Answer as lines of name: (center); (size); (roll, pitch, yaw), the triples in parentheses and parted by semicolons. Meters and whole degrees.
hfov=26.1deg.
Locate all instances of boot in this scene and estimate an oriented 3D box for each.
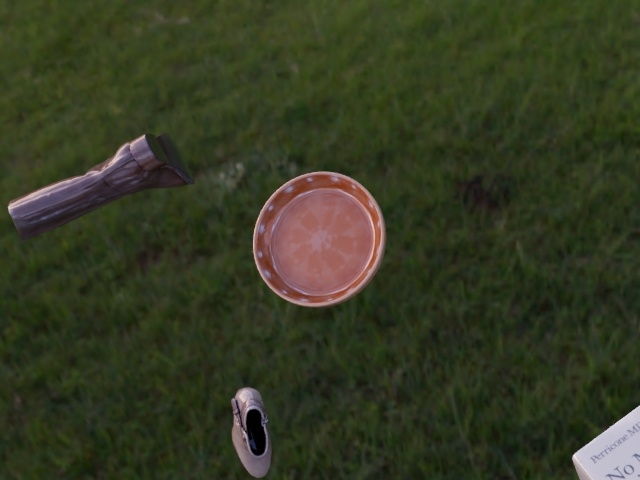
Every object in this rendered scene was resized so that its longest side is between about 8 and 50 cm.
boot: (-0.150, -0.033, 0.945); (0.114, 0.106, 0.037); (-29, 76, 9)
boot: (-0.071, 0.212, 1.471); (0.042, 0.118, 0.087); (-16, 15, -8)

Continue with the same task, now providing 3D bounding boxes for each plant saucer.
plant saucer: (0.000, 0.000, 0.839); (0.083, 0.013, 0.083); (-4, 76, 17)

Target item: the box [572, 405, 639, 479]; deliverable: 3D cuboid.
box: (0.303, 0.233, 0.962); (0.113, 0.094, 0.275); (-36, 48, -4)
